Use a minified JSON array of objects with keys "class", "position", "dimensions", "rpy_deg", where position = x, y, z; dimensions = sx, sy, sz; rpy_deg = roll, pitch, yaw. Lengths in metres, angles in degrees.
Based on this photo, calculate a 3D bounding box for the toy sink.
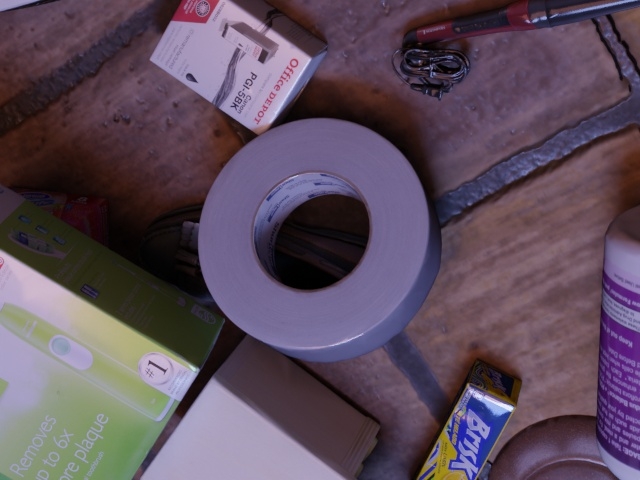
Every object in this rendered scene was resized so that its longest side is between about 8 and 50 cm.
[{"class":"toy sink","position":[-0.034,0.233,1.447],"dimensions":[0.234,0.131,0.153],"rpy_deg":[36,116,2]}]

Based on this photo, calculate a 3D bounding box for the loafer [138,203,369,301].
[{"class":"loafer","position":[-0.061,0.024,1.402],"dimensions":[0.267,0.084,0.096],"rpy_deg":[7,112,14]}]

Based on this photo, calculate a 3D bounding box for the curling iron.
[{"class":"curling iron","position":[0.194,-0.190,1.275],"dimensions":[0.274,0.035,0.068],"rpy_deg":[-16,108,22]}]

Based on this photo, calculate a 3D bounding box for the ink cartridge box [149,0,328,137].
[{"class":"ink cartridge box","position":[-0.077,-0.177,1.348],"dimensions":[0.135,0.056,0.099],"rpy_deg":[34,115,3]}]

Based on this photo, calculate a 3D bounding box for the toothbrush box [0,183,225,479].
[{"class":"toothbrush box","position":[-0.267,0.101,1.334],"dimensions":[0.283,0.122,0.206],"rpy_deg":[32,111,-3]}]

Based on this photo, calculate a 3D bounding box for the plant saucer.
[{"class":"plant saucer","position":[0.262,0.272,1.425],"dimensions":[0.198,0.036,0.198],"rpy_deg":[5,110,15]}]

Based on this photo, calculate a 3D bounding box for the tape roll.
[{"class":"tape roll","position":[0.000,0.000,1.322],"dimensions":[0.219,0.072,0.219],"rpy_deg":[-4,75,14]}]

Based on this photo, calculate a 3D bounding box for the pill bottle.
[{"class":"pill bottle","position":[0.334,0.128,1.277],"dimensions":[0.169,0.169,0.301],"rpy_deg":[5,111,15]}]

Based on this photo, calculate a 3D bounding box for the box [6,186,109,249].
[{"class":"box","position":[-0.293,0.086,1.469],"dimensions":[0.122,0.128,0.257],"rpy_deg":[6,111,11]}]

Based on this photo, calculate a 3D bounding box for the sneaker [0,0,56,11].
[{"class":"sneaker","position":[-0.222,-0.298,1.329],"dimensions":[0.290,0.106,0.123],"rpy_deg":[-19,99,11]}]

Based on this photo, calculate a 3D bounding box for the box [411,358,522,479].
[{"class":"box","position":[0.140,0.207,1.423],"dimensions":[0.054,0.059,0.169],"rpy_deg":[25,115,4]}]

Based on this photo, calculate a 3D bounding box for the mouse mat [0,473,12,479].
[{"class":"mouse mat","position":[-0.384,0.309,1.648],"dimensions":[0.190,0.007,0.152],"rpy_deg":[-41,94,24]}]
